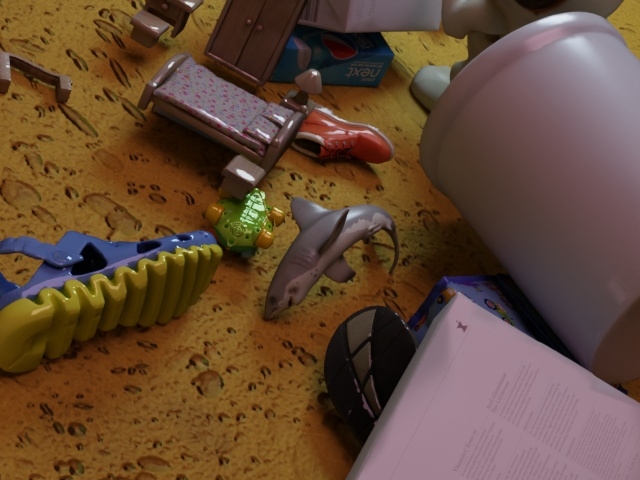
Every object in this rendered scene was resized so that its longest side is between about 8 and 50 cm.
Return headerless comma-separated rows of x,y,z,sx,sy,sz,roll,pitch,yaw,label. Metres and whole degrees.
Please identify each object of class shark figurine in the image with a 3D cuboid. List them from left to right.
0.019,-0.020,1.545,0.116,0.166,0.278,37,37,23,shark figurine

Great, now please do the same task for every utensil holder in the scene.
0.366,-0.055,1.551,0.328,0.327,0.385,-6,48,-36,utensil holder

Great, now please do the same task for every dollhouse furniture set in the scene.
-0.144,-0.262,1.608,0.303,0.173,0.355,29,32,0,dollhouse furniture set

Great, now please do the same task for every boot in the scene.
0.030,-0.140,1.757,0.158,0.059,0.084,21,43,1,boot

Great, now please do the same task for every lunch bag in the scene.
0.267,0.155,1.558,0.221,0.138,0.293,49,30,23,lunch bag

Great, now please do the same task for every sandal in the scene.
-0.250,0.035,1.347,0.317,0.126,0.138,-14,53,-42,sandal
0.094,0.219,1.393,0.120,0.086,0.302,-25,67,3,sandal

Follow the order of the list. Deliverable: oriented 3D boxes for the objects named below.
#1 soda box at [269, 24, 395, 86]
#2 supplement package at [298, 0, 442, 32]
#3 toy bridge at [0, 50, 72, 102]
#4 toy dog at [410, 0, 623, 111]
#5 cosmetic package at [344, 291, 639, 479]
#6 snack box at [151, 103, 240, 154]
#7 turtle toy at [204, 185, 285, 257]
0.008,-0.295,1.890,0.210,0.071,0.067,-3,49,-34,soda box
0.061,-0.430,1.897,0.178,0.175,0.293,17,19,31,supplement package
-0.423,-0.226,1.584,0.188,0.026,0.063,7,43,-26,toy bridge
0.335,-0.330,1.816,0.285,0.407,0.395,-18,56,-17,toy dog
0.173,0.285,1.256,0.284,0.097,0.377,33,63,0,cosmetic package
-0.158,-0.191,1.702,0.141,0.037,0.100,28,39,-4,snack box
-0.100,-0.027,1.543,0.095,0.066,0.130,28,39,-2,turtle toy
